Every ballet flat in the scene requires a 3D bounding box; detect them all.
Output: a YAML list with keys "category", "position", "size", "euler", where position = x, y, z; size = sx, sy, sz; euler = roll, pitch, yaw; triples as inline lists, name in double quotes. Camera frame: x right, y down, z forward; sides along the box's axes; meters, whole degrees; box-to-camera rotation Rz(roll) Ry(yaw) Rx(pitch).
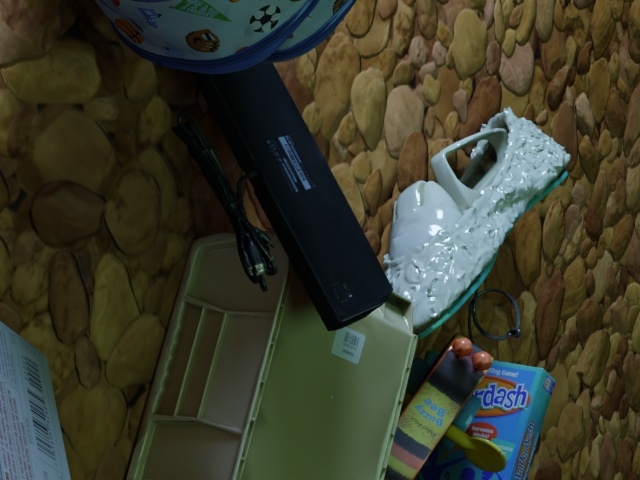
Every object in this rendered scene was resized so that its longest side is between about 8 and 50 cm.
- category: "ballet flat"
  position: [0.157, -0.032, 1.737]
  size: [0.409, 0.147, 0.147]
  euler: [-45, 130, -46]

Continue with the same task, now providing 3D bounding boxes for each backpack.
- category: "backpack"
  position: [-0.081, -0.268, 1.237]
  size: [0.263, 0.276, 0.213]
  euler: [-51, 134, -20]

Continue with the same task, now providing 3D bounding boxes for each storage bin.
- category: "storage bin"
  position: [-0.035, 0.147, 1.468]
  size: [0.262, 0.123, 0.260]
  euler: [30, 70, -53]

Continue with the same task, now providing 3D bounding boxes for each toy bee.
- category: "toy bee"
  position: [0.128, 0.164, 1.656]
  size: [0.162, 0.195, 0.298]
  euler: [109, -5, -74]

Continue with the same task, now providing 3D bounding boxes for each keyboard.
- category: "keyboard"
  position: [-0.054, -0.060, 1.354]
  size: [0.201, 0.033, 0.317]
  euler: [-18, 78, -58]

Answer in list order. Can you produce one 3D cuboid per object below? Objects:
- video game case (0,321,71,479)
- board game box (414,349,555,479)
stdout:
- category: "video game case"
  position: [-0.267, 0.147, 1.032]
  size: [0.300, 0.036, 0.329]
  euler: [48, 17, -48]
- category: "board game box"
  position: [0.173, 0.243, 1.749]
  size: [0.047, 0.160, 0.210]
  euler: [43, 60, -49]
